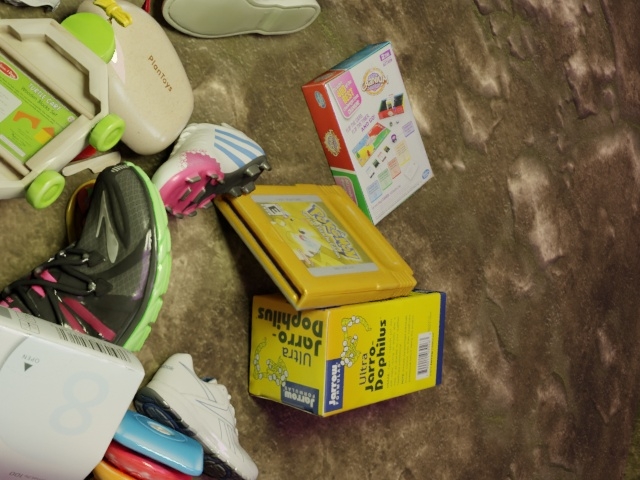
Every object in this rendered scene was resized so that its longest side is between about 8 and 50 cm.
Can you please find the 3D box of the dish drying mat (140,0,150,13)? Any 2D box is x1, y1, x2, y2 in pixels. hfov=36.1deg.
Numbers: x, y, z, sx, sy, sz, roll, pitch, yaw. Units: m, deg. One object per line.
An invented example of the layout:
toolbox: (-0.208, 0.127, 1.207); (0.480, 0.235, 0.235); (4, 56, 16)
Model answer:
dish drying mat: (-0.289, -0.375, 1.609); (0.008, 0.083, 0.032); (6, 85, -17)

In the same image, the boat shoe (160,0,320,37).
boat shoe: (-0.151, -0.440, 1.740); (0.340, 0.127, 0.113); (-12, 69, -39)

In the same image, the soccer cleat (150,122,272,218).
soccer cleat: (-0.208, -0.127, 1.623); (0.143, 0.116, 0.331); (45, 23, 10)

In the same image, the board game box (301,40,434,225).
board game box: (0.106, -0.222, 2.043); (0.242, 0.064, 0.317); (-38, 116, -41)

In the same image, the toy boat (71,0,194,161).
toy boat: (-0.343, -0.222, 1.521); (0.318, 0.148, 0.267); (-57, 133, -40)

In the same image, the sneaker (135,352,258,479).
sneaker: (-0.188, 0.314, 1.695); (0.297, 0.111, 0.129); (57, 46, -32)

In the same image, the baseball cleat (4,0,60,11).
baseball cleat: (-0.456, -0.414, 1.434); (0.206, 0.072, 0.109); (35, 72, -37)

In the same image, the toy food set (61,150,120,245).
toy food set: (-0.333, -0.030, 1.562); (0.128, 0.071, 0.218); (-15, 100, -46)

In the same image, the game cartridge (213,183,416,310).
game cartridge: (0.000, 0.000, 1.803); (0.323, 0.285, 0.053); (-5, 137, -47)

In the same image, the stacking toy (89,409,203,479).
stacking toy: (-0.318, 0.429, 1.538); (0.165, 0.175, 0.302); (26, 87, -8)

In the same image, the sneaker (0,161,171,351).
sneaker: (-0.366, 0.105, 1.414); (0.202, 0.185, 0.483); (26, 81, -38)

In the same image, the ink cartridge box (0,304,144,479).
ink cartridge box: (-0.454, 0.277, 1.281); (0.308, 0.091, 0.385); (25, 94, -32)

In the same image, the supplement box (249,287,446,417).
supplement box: (0.058, 0.194, 1.879); (0.356, 0.194, 0.195); (-5, 100, -48)

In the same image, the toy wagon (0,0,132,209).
toy wagon: (-0.397, -0.208, 1.364); (0.267, 0.068, 0.344); (40, 68, 9)
